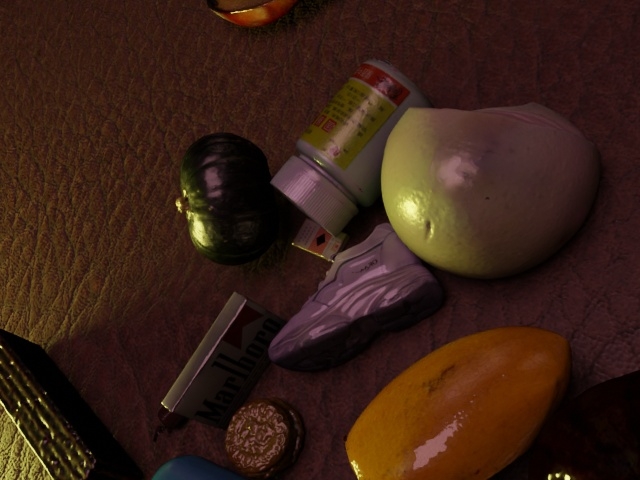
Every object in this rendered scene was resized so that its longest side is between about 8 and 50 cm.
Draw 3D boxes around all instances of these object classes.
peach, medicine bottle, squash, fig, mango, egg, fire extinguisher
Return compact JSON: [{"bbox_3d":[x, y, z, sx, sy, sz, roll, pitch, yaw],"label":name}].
[{"bbox_3d":[-0.079,-0.454,1.342,0.279,0.068,0.189,11,65,38],"label":"peach"},{"bbox_3d":[0.047,-0.127,1.040,0.225,0.139,0.139,-50,50,-1],"label":"medicine bottle"},{"bbox_3d":[-0.134,-0.060,1.100,0.156,0.193,0.193,6,66,0],"label":"squash"},{"bbox_3d":[0.306,0.220,0.665,0.235,0.214,0.235,-41,30,31],"label":"fig"},{"bbox_3d":[0.152,0.181,0.799,0.257,0.187,0.138,-41,88,-2],"label":"mango"},{"bbox_3d":[0.190,-0.066,0.869,0.271,0.162,0.206,-2,77,15],"label":"egg"},{"bbox_3d":[-0.195,0.229,1.078,0.132,0.039,0.056,-47,18,4],"label":"fire extinguisher"}]

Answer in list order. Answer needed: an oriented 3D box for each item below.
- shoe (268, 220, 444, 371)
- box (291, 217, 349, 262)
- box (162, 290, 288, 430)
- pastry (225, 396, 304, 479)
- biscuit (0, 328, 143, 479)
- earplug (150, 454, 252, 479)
[{"bbox_3d":[0.030,0.075,0.985,0.245,0.095,0.137,-30,50,12],"label":"shoe"},{"bbox_3d":[0.000,0.000,1.089,0.083,0.012,0.046,23,79,38],"label":"box"},{"bbox_3d":[-0.123,0.167,1.015,0.036,0.115,0.177,30,85,41],"label":"box"},{"bbox_3d":[-0.074,0.255,0.975,0.097,0.057,0.109,-5,65,29],"label":"pastry"},{"bbox_3d":[-0.411,0.267,1.152,0.388,0.107,0.073,34,84,39],"label":"biscuit"},{"bbox_3d":[-0.110,0.347,0.912,0.273,0.132,0.132,13,74,40],"label":"earplug"}]
